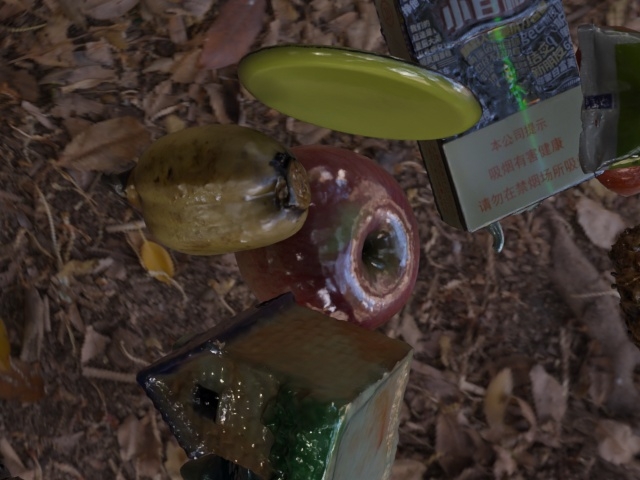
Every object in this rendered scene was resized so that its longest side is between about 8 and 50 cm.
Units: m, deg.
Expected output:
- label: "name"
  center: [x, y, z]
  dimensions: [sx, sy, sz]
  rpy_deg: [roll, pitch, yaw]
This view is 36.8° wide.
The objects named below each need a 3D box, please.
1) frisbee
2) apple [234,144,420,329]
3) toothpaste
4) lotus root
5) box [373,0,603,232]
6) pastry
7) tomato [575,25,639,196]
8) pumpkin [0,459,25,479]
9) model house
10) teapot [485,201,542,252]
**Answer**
- label: "frisbee"
  center: [0.036, -0.133, 0.903]
  dimensions: [0.236, 0.236, 0.017]
  rpy_deg: [15, 80, -23]
- label: "apple"
  center: [0.000, 0.000, 1.629]
  dimensions: [0.344, 0.269, 0.345]
  rpy_deg: [-12, 106, -48]
- label: "toothpaste"
  center: [0.252, -0.072, 0.472]
  dimensions: [0.248, 0.047, 0.078]
  rpy_deg: [-1, 87, 4]
- label: "lotus root"
  center: [-0.109, -0.047, 0.912]
  dimensions: [0.118, 0.221, 0.125]
  rpy_deg: [-17, 105, -59]
- label: "box"
  center: [0.199, -0.189, 1.133]
  dimensions: [0.198, 0.084, 0.310]
  rpy_deg: [-24, 107, -11]
- label: "pastry"
  center: [0.497, 0.091, 1.297]
  dimensions: [0.275, 0.275, 0.193]
  rpy_deg: [30, 82, -23]
- label: "tomato"
  center: [0.615, -0.260, 1.834]
  dimensions: [0.338, 0.143, 0.338]
  rpy_deg: [2, 87, -43]
- label: "pumpkin"
  center: [-0.447, 0.379, 1.006]
  dimensions: [0.363, 0.266, 0.363]
  rpy_deg: [0, 83, 4]
- label: "model house"
  center: [-0.072, 0.232, 1.145]
  dimensions: [0.245, 0.280, 0.312]
  rpy_deg: [-33, 137, -56]
- label: "teapot"
  center: [0.368, -0.127, 1.717]
  dimensions: [0.129, 0.193, 0.294]
  rpy_deg: [43, 85, 3]
